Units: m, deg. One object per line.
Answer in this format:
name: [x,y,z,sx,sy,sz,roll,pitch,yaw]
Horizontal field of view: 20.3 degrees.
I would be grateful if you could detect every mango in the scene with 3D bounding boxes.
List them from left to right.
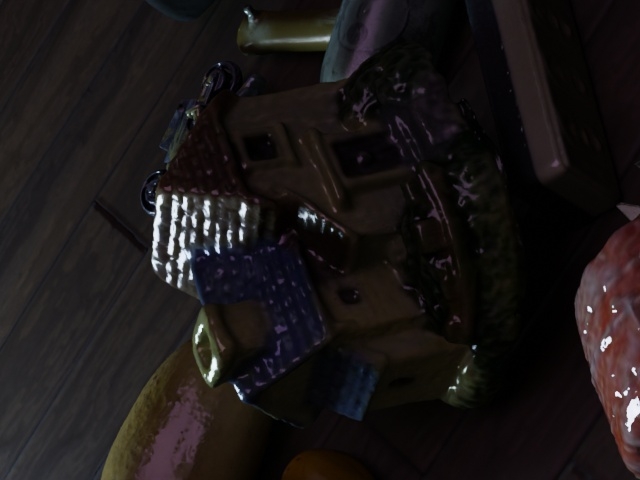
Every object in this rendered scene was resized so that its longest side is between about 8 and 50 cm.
mango: [0.012,0.237,1.678,0.114,0.060,0.080,10,82,39]

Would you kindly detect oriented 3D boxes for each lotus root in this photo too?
lotus root: [-0.132,0.216,1.761,0.146,0.131,0.303,22,88,45]

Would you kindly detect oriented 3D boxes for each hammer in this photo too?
hammer: [0.010,-0.221,1.850,0.305,0.113,0.202,10,76,51]

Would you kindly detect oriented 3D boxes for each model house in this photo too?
model house: [0.000,0.000,1.589,0.261,0.266,0.321,103,151,-52]

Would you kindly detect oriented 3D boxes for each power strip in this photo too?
power strip: [0.201,-0.145,1.639,0.070,0.105,0.256,-29,56,28]

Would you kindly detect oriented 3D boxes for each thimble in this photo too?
thimble: [0.317,0.077,1.369,0.239,0.239,0.162,-36,51,24]

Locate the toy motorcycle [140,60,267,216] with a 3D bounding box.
toy motorcycle: [-0.119,-0.098,1.927,0.124,0.061,0.193,34,96,40]

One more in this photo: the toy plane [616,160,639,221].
toy plane: [0.311,-0.032,1.545,0.111,0.040,0.102,-31,74,30]

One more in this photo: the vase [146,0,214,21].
vase: [-0.088,-0.403,1.962,0.321,0.173,0.173,-40,51,15]
